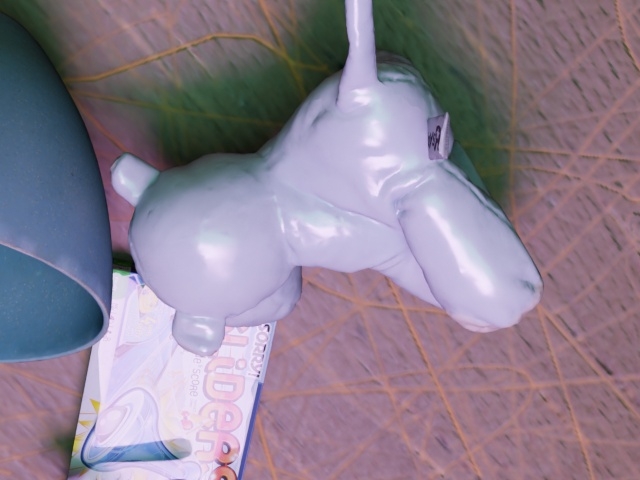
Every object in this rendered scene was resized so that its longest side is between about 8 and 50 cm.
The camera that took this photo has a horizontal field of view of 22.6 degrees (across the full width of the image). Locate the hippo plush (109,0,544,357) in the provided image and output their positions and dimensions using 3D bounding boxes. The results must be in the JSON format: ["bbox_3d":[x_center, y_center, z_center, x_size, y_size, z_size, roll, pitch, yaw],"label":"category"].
[{"bbox_3d":[0.000,0.000,1.104,0.236,0.294,0.234,-31,83,5],"label":"hippo plush"}]

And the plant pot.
[{"bbox_3d":[-0.273,-0.054,1.090,0.290,0.290,0.195,10,67,-7],"label":"plant pot"}]

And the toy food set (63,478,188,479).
[{"bbox_3d":[-0.150,0.251,1.259,0.132,0.038,0.192,-2,122,-2],"label":"toy food set"}]

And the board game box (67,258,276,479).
[{"bbox_3d":[-0.117,0.124,1.246,0.136,0.035,0.201,10,103,-7],"label":"board game box"}]
